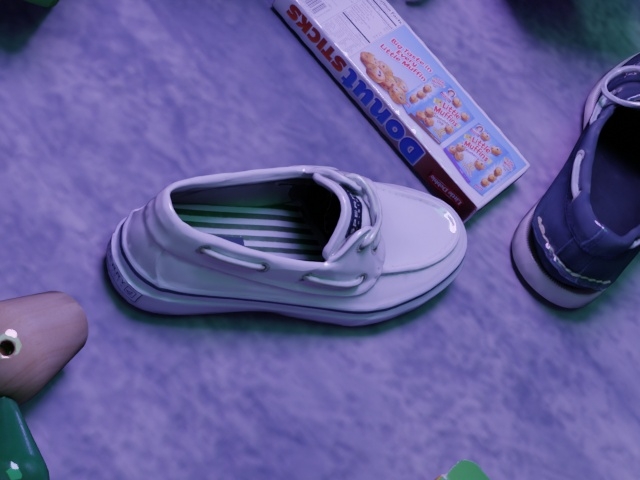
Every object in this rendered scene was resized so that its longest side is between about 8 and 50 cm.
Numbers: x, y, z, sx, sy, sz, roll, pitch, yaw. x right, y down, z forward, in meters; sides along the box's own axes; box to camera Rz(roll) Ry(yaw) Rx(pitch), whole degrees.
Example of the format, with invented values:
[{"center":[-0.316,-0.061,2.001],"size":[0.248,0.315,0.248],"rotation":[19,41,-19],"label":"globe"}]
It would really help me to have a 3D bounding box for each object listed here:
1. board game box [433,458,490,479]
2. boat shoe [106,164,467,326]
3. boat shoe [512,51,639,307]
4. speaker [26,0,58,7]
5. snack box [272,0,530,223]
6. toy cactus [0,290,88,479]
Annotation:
[{"center":[0.033,0.220,0.805],"size":[0.124,0.039,0.259],"rotation":[51,51,4],"label":"board game box"},{"center":[0.000,0.000,0.897],"size":[0.226,0.076,0.083],"rotation":[-8,66,-36],"label":"boat shoe"},{"center":[0.203,-0.059,1.061],"size":[0.095,0.079,0.254],"rotation":[45,48,1],"label":"boat shoe"},{"center":[-0.238,-0.246,0.870],"size":[0.297,0.131,0.131],"rotation":[32,49,-11],"label":"speaker"},{"center":[0.050,-0.095,1.025],"size":[0.178,0.022,0.064],"rotation":[49,46,4],"label":"snack box"},{"center":[-0.170,0.072,0.746],"size":[0.219,0.112,0.180],"rotation":[49,29,7],"label":"toy cactus"}]
